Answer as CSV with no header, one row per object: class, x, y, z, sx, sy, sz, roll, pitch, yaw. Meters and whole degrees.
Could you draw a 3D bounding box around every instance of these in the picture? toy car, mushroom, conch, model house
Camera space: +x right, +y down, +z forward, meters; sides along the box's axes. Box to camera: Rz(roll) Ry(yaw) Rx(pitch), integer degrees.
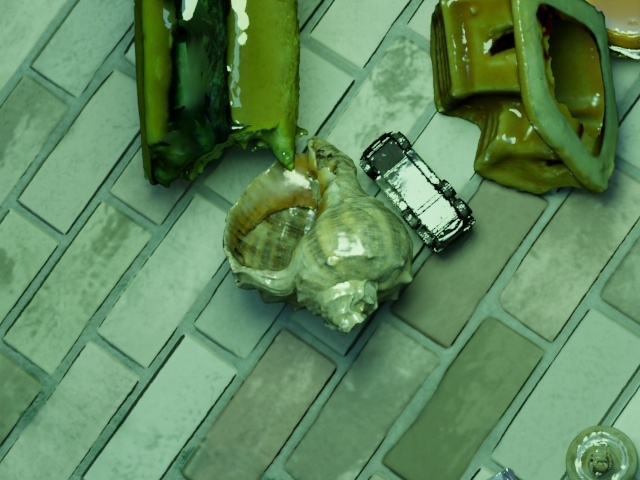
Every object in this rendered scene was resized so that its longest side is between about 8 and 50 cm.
toy car,0.118,-0.059,1.965,0.071,0.062,0.165,-40,72,-1
mushroom,0.322,0.253,1.838,0.085,0.079,0.085,-4,75,14
conch,0.008,0.013,1.930,0.210,0.159,0.291,-25,35,15
model house,0.218,-0.182,1.916,0.239,0.173,0.268,0,98,46

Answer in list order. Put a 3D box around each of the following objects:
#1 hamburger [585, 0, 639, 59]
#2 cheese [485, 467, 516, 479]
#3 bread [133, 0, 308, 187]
hamburger,0.372,-0.302,1.958,0.137,0.087,0.166,23,81,17
cheese,0.144,0.331,1.877,0.191,0.042,0.105,-15,76,6
bread,-0.130,-0.259,1.936,0.208,0.251,0.376,-7,97,-14
